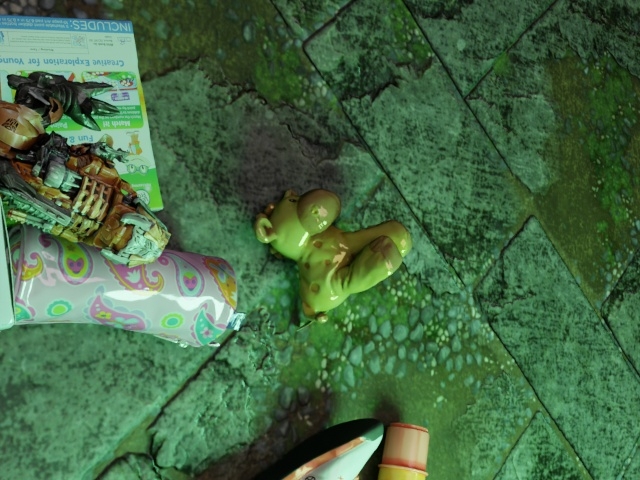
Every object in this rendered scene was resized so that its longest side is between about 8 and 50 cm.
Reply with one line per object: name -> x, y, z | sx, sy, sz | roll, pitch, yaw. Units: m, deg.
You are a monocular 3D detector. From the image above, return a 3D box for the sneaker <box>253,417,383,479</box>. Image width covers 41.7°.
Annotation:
sneaker -> -0.005, 0.359, 1.129 | 0.270, 0.090, 0.144 | -27, 99, -33

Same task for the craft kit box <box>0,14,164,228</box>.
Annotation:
craft kit box -> -0.328, -0.142, 1.005 | 0.250, 0.061, 0.246 | -7, 84, -37

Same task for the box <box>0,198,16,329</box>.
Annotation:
box -> -0.433, 0.045, 0.765 | 0.231, 0.262, 0.126 | -6, 85, -36

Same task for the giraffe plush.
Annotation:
giraffe plush -> 0.000, 0.000, 1.173 | 0.210, 0.181, 0.170 | -37, 95, 1

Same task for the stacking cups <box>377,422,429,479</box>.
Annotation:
stacking cups -> 0.106, 0.420, 1.191 | 0.096, 0.096, 0.316 | 21, 70, -32

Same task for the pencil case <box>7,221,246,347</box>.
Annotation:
pencil case -> -0.236, 0.057, 0.995 | 0.284, 0.124, 0.124 | 13, 74, -35

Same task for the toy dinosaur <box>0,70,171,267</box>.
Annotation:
toy dinosaur -> -0.289, -0.093, 0.827 | 0.164, 0.218, 0.322 | -35, 105, 8
